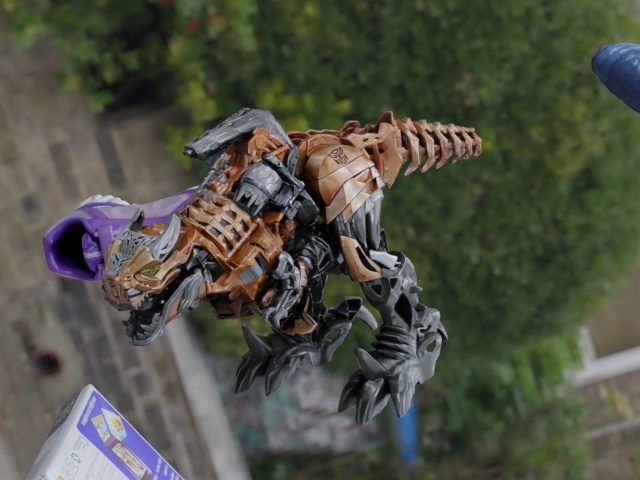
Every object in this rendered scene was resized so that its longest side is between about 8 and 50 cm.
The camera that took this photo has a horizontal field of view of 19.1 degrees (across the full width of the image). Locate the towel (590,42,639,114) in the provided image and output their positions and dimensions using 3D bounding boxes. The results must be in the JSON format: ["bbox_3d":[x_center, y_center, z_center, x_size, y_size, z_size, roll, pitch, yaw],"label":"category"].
[{"bbox_3d":[0.186,-0.057,0.906,0.067,0.029,0.119,7,30,-46],"label":"towel"}]

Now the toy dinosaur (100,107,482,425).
[{"bbox_3d":[0.000,0.000,1.320,0.164,0.322,0.218,34,-37,64],"label":"toy dinosaur"}]

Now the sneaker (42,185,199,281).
[{"bbox_3d":[-0.174,0.002,1.843,0.104,0.236,0.095,-18,102,-56],"label":"sneaker"}]

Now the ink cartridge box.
[{"bbox_3d":[-0.142,0.230,1.526,0.208,0.045,0.206,45,12,-8],"label":"ink cartridge box"}]
